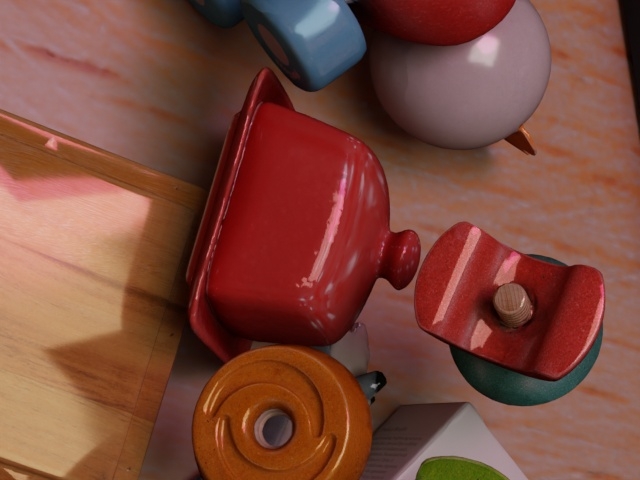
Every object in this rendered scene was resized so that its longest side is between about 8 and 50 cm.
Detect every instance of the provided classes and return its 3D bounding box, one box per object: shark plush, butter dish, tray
[{"bbox_3d":[-0.029,0.109,1.160,0.161,0.073,0.067,-43,83,-2],"label":"shark plush"},{"bbox_3d":[0.000,0.000,1.096,0.118,0.160,0.159,12,77,12],"label":"butter dish"},{"bbox_3d":[-0.273,0.001,1.030,0.411,0.076,0.202,21,76,-21],"label":"tray"}]

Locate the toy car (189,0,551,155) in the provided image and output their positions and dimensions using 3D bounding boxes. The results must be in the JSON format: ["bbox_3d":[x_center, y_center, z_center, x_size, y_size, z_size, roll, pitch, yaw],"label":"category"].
[{"bbox_3d":[0.063,-0.142,1.169,0.219,0.210,0.238,-38,130,-10],"label":"toy car"}]

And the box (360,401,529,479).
[{"bbox_3d":[0.054,0.201,1.149,0.170,0.091,0.130,-43,102,-22],"label":"box"}]

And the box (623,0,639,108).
[{"bbox_3d":[0.326,-0.063,1.299,0.184,0.103,0.261,-7,88,-28],"label":"box"}]

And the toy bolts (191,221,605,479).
[{"bbox_3d":[0.064,0.103,1.066,0.218,0.158,0.228,26,82,19],"label":"toy bolts"}]
